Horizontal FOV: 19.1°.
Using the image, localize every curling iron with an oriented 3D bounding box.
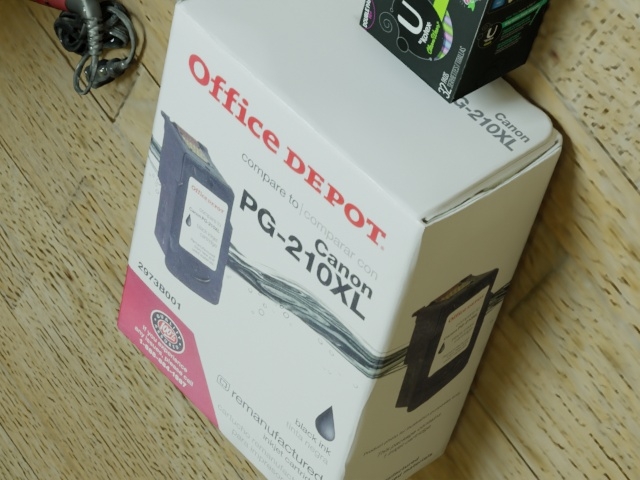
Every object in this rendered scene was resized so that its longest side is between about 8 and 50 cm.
[{"bbox_3d":[-0.205,-0.154,1.146,0.274,0.035,0.068,28,133,38],"label":"curling iron"}]

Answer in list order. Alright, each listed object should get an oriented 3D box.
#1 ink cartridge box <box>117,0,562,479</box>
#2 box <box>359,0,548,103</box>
[{"bbox_3d":[0.000,0.000,0.937,0.172,0.100,0.237,42,141,24],"label":"ink cartridge box"},{"bbox_3d":[0.062,-0.114,0.821,0.062,0.052,0.083,43,143,23],"label":"box"}]
